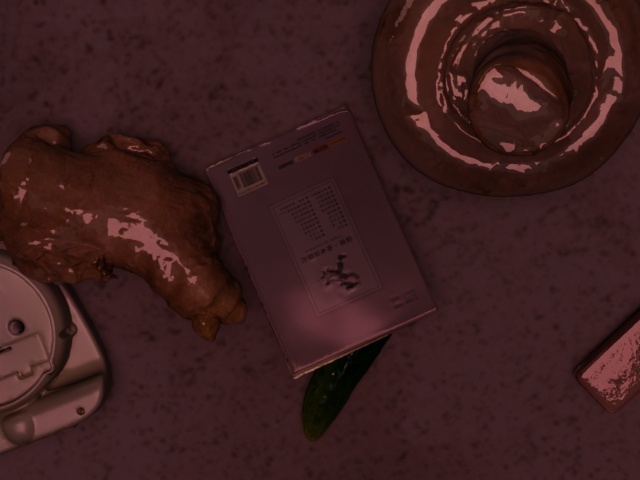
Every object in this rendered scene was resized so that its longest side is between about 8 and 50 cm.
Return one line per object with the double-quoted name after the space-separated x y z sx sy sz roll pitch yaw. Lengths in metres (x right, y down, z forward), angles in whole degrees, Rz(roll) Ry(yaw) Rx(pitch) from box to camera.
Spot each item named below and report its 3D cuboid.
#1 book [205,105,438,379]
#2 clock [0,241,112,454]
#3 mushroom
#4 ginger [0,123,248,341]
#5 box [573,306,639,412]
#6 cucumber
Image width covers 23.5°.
0.000 0.000 1.200 0.127 0.014 0.181 -25 80 4 "book"
-0.263 0.071 1.214 0.151 0.062 0.191 -22 94 4 "clock"
0.130 -0.131 1.117 0.206 0.209 0.206 -2 87 27 "mushroom"
-0.145 -0.015 1.186 0.213 0.074 0.137 20 75 -2 "ginger"
0.255 0.083 1.214 0.115 0.025 0.048 -45 98 6 "box"
0.027 0.086 1.217 0.039 0.039 0.168 31 98 -1 "cucumber"
